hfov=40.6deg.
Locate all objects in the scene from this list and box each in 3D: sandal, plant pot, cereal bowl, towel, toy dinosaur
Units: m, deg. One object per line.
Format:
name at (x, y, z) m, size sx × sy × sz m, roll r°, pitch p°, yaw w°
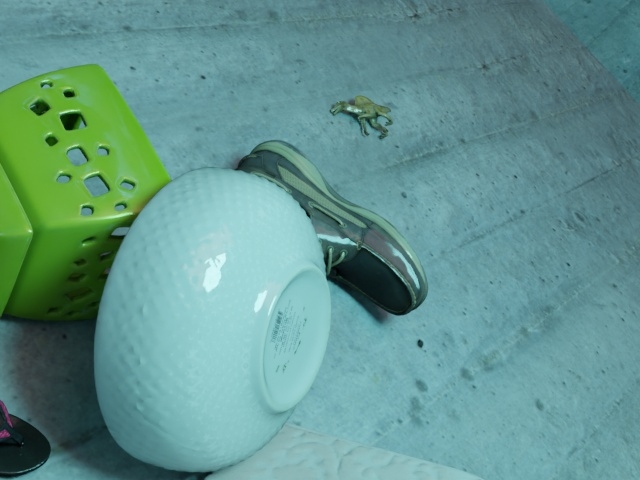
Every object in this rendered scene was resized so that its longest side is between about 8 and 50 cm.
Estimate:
sandal at (-0.354, 0.177, 0.873) m, size 0.179 × 0.040 × 0.067 m, roll 36°, pitch 37°, yaw -8°
plant pot at (-0.322, -0.040, 0.972) m, size 0.207 × 0.227 × 0.228 m, roll -14°, pitch 63°, yaw -42°
cereal bowl at (-0.084, 0.094, 0.948) m, size 0.141 × 0.339 × 0.339 m, roll 11°, pitch 28°, yaw 25°
towel at (-0.007, 0.317, 0.888) m, size 0.317 × 0.053 × 0.332 m, roll 9°, pitch 25°, yaw 28°
toy dinosaur at (0.106, -0.250, 1.693) m, size 0.183 × 0.053 × 0.093 m, roll -6°, pitch 57°, yaw -45°

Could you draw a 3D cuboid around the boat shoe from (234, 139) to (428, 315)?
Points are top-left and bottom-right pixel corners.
boat shoe at (0.000, 0.000, 1.312) m, size 0.355 × 0.132 × 0.130 m, roll 39°, pitch 46°, yaw 11°
